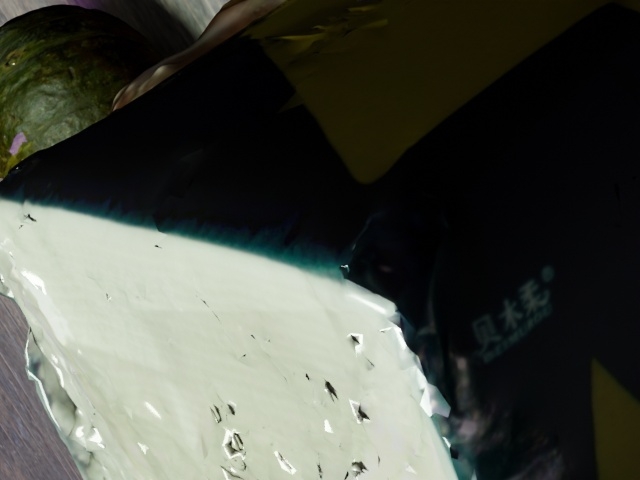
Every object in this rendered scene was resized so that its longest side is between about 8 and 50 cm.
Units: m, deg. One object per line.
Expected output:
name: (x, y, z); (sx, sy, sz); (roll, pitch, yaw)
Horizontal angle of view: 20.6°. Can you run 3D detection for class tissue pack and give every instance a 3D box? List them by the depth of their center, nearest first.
tissue pack: (0.121, -0.005, 0.664); (0.264, 0.416, 0.253); (7, 127, 55)

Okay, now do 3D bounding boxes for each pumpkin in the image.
pumpkin: (-0.157, -0.067, 1.304); (0.238, 0.159, 0.238); (49, 173, 8)

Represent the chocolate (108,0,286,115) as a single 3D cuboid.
chocolate: (0.000, 0.000, 1.084); (0.340, 0.210, 0.225); (57, 150, -5)
